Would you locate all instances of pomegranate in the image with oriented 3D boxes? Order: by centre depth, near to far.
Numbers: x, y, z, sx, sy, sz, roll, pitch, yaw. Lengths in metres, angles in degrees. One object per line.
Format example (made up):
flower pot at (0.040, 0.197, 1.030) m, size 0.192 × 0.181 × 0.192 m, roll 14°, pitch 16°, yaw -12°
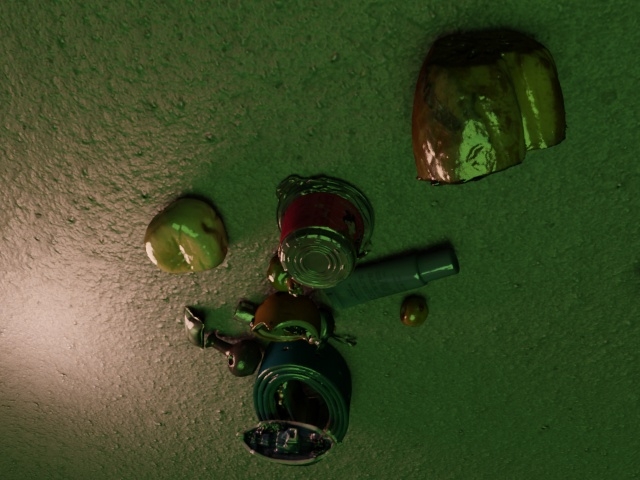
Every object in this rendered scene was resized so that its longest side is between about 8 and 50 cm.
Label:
pomegranate at (-0.085, 0.096, 1.432) m, size 0.114 × 0.142 × 0.115 m, roll -10°, pitch 125°, yaw -15°

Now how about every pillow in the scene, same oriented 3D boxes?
pillow at (-0.394, 0.276, 1.666) m, size 0.091 × 0.055 × 0.136 m, roll 19°, pitch 127°, yaw 8°

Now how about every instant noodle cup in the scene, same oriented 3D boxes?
instant noodle cup at (0.000, 0.000, 1.316) m, size 0.302 × 0.182 × 0.258 m, roll 32°, pitch 127°, yaw -15°

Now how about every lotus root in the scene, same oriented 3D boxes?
lotus root at (0.313, -0.256, 1.013) m, size 0.316 × 0.316 × 0.250 m, roll -7°, pitch 118°, yaw 14°

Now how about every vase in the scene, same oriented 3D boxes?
vase at (-0.278, 0.351, 1.686) m, size 0.182 × 0.120 × 0.120 m, roll 26°, pitch 129°, yaw 9°

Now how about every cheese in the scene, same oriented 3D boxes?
cheese at (-0.350, 0.000, 1.413) m, size 0.217 × 0.117 × 0.235 m, roll 24°, pitch 131°, yaw -12°

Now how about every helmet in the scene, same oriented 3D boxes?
helmet at (-0.091, 0.211, 1.492) m, size 0.198 × 0.130 × 0.224 m, roll 17°, pitch 159°, yaw -20°

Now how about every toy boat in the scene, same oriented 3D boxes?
toy boat at (-0.103, 0.608, 1.618) m, size 0.309 × 0.129 × 0.142 m, roll 3°, pitch 139°, yaw 8°

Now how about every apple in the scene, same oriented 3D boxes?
apple at (0.263, 0.203, 1.499) m, size 0.071 × 0.084 × 0.084 m, roll 13°, pitch 129°, yaw -12°

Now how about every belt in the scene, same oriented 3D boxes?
belt at (-0.052, 0.504, 1.720) m, size 0.300 × 0.173 × 0.437 m, roll -2°, pitch 127°, yaw 12°

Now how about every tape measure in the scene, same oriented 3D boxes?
tape measure at (0.035, 0.257, 1.602) m, size 0.179 × 0.104 × 0.107 m, roll 10°, pitch 118°, yaw -38°

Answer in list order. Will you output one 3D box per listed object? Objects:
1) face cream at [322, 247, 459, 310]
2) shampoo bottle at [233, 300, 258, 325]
face cream at (0.178, 0.101, 1.434) m, size 0.385 × 0.086 × 0.136 m, roll -17°, pitch 120°, yaw 27°
shampoo bottle at (-0.156, 0.244, 1.609) m, size 0.207 × 0.057 × 0.064 m, roll 23°, pitch 120°, yaw -11°
